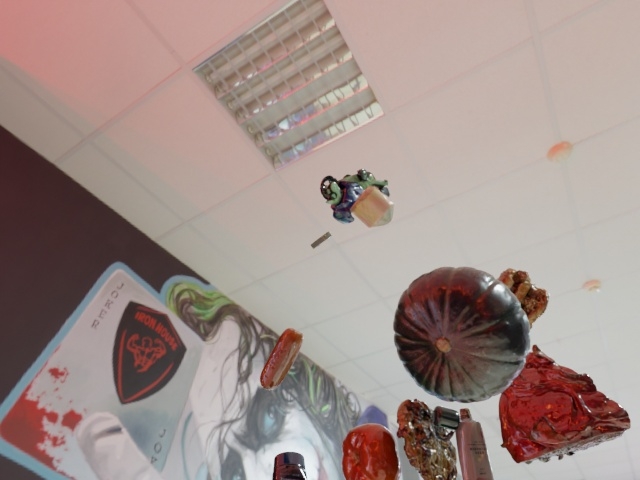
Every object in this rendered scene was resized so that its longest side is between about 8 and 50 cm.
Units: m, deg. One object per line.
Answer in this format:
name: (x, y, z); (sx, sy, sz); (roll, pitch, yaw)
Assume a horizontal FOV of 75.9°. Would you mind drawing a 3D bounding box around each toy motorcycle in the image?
toy motorcycle: (0.134, -0.174, 1.618); (0.331, 0.196, 0.125); (-15, 1, -43)

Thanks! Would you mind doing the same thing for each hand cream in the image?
hand cream: (-0.078, 0.669, 1.040); (0.120, 0.270, 0.061); (5, -67, -7)
hand cream: (0.462, 0.675, 1.209); (0.124, 0.341, 0.078); (11, -35, -22)

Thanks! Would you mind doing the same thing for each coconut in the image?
coconut: (0.166, -0.096, 1.248); (0.122, 0.116, 0.116); (39, -53, -3)

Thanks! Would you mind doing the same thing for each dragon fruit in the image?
dragon fruit: (0.673, 0.466, 1.236); (0.285, 0.329, 0.228); (-5, -36, -10)

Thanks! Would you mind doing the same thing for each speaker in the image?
speaker: (0.382, 0.559, 1.253); (0.075, 0.095, 0.060); (14, -39, 0)

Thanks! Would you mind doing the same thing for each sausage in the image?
sausage: (-0.115, 0.349, 1.201); (0.076, 0.076, 0.198); (29, -89, -28)

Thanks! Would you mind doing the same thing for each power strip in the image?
power strip: (0.000, 0.000, 1.067); (0.017, 0.027, 0.083); (54, -35, 2)

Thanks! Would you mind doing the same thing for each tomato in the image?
tomato: (0.190, 0.817, 1.523); (0.179, 0.260, 0.260); (16, -47, -23)

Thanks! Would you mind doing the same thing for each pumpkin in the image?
pumpkin: (0.260, 0.174, 0.774); (0.249, 0.250, 0.216); (-19, -16, 16)

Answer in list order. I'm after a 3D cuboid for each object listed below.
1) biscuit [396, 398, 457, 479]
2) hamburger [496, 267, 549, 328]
biscuit: (0.404, 0.738, 1.509); (0.081, 0.289, 0.334); (-35, -77, 30)
hamburger: (0.835, 0.245, 1.757); (0.211, 0.245, 0.261); (31, -49, 14)
